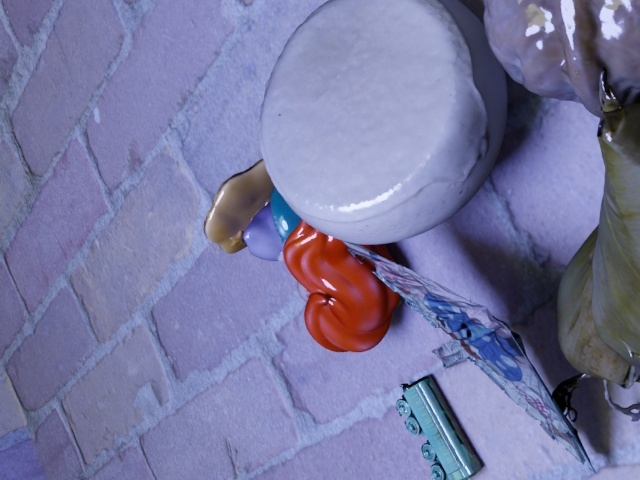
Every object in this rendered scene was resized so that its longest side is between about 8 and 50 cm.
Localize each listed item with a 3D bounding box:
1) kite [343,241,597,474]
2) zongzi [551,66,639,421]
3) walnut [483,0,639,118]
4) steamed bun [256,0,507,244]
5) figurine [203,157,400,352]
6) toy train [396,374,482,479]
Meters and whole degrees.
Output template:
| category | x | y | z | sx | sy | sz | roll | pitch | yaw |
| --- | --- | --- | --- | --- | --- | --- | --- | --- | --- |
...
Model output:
| category | x | y | z | sx | sy | sz | roll | pitch | yaw |
| --- | --- | --- | --- | --- | --- | --- | --- | --- | --- |
| kite | 0.158 | 0.109 | 1.027 | 0.406 | 0.014 | 0.368 | 43 | 169 | 6 |
| zongzi | 0.240 | 0.027 | 0.797 | 0.447 | 0.418 | 0.181 | -33 | 50 | 52 |
| walnut | 0.243 | -0.202 | 0.795 | 0.224 | 0.224 | 0.224 | 22 | 120 | 44 |
| steamed bun | 0.077 | -0.130 | 1.032 | 0.283 | 0.177 | 0.282 | -10 | 72 | 32 |
| figurine | -0.006 | 0.006 | 1.213 | 0.257 | 0.181 | 0.208 | 35 | 100 | 28 |
| toy train | 0.148 | 0.245 | 1.222 | 0.071 | 0.038 | 0.147 | -44 | 69 | 45 |
